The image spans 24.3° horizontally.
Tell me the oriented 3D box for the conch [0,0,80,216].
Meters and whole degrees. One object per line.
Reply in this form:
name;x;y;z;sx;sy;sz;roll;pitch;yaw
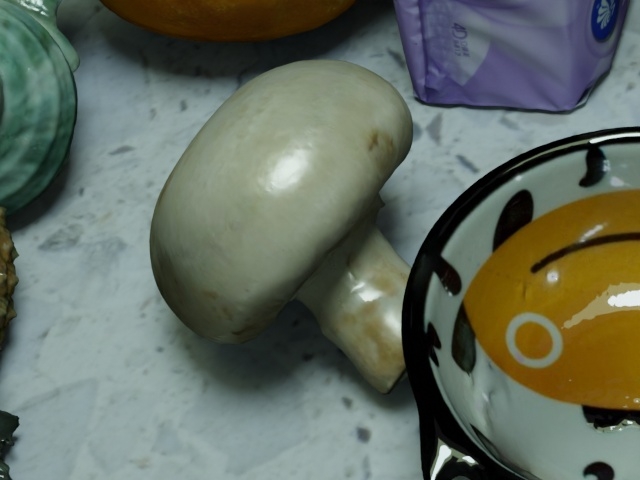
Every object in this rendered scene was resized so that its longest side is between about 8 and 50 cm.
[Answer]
conch;-0.259;-0.119;1.092;0.195;0.277;0.220;41;100;-5

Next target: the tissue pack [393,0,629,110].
tissue pack;0.135;-0.285;1.019;0.160;0.338;0.242;7;56;16

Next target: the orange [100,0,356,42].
orange;-0.067;-0.275;1.127;0.284;0.226;0.284;-3;49;4

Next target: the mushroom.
mushroom;-0.004;-0.016;0.943;0.209;0.206;0.206;19;60;17

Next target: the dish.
dish;0.188;0.074;0.870;0.303;0.120;0.303;-6;52;8

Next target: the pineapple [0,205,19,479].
pineapple;-0.255;0.081;0.972;0.128;0.128;0.248;-14;56;2
